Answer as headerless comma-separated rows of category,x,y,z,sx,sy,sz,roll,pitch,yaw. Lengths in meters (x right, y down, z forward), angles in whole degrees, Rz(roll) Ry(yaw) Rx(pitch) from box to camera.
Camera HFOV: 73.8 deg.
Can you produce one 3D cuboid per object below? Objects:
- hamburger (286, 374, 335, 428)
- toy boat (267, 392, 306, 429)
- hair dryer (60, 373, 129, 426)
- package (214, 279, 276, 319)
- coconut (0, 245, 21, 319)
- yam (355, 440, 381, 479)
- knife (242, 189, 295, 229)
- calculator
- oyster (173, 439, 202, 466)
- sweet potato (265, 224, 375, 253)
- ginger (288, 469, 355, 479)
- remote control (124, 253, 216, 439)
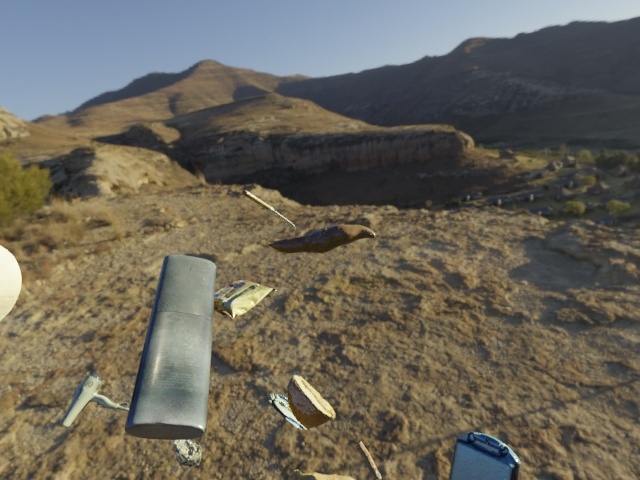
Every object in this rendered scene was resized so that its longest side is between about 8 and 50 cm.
hamburger,-0.047,0.494,1.261,0.176,0.102,0.087,39,-4,22
toy boat,-0.125,0.700,1.692,0.067,0.220,0.291,-49,2,-8
hair dryer,-0.737,0.555,1.384,0.199,0.067,0.167,35,67,12
package,-0.165,0.113,0.849,0.107,0.031,0.120,11,31,44
coconut,-0.701,0.082,0.822,0.202,0.202,0.221,-22,21,-37
yam,0.177,0.810,1.566,0.032,0.032,0.145,-16,45,-22
knife,-0.176,-0.104,1.517,0.047,0.017,0.297,-2,-24,38
calculator,0.413,0.649,1.097,0.172,0.294,0.051,9,-1,41
oyster,-0.449,0.709,1.431,0.100,0.098,0.037,-12,-24,10
sweet potato,0.000,0.000,1.071,0.273,0.067,0.067,-10,16,4
ginger,-0.017,0.945,1.576,0.353,0.190,0.126,0,-26,-15
remote control,-0.237,0.152,0.723,0.107,0.044,0.378,15,29,-21
